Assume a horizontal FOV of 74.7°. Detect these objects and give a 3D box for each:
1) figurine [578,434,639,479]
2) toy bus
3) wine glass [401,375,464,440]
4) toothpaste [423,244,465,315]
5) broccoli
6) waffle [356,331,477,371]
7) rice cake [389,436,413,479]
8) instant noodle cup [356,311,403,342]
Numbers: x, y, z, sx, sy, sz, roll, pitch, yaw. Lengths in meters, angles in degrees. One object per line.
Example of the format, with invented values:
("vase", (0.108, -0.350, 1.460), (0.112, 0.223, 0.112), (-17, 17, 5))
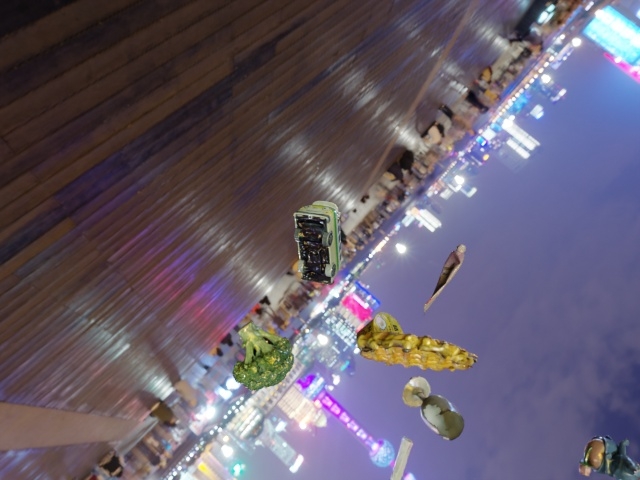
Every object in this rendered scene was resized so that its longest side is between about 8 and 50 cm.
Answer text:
("figurine", (0.798, 0.612, 1.163), (0.178, 0.144, 0.115), (-144, -122, -86))
("toy bus", (0.000, 0.000, 1.460), (0.165, 0.133, 0.276), (-54, 147, -51))
("wine glass", (0.454, 0.676, 1.706), (0.143, 0.143, 0.321), (-47, -169, -7))
("toothpaste", (0.450, 0.138, 1.528), (0.301, 0.048, 0.075), (-54, 179, -19))
("broccoli", (-0.236, 0.453, 1.654), (0.269, 0.270, 0.270), (-29, -179, 1))
("waffle", (0.340, 0.404, 1.507), (0.382, 0.379, 0.095), (-17, -127, 51))
("rice cake", (0.314, 0.872, 1.643), (0.034, 0.043, 0.211), (-14, 120, -75))
("instant noodle cup", (0.249, 0.424, 1.818), (0.144, 0.182, 0.182), (-40, 180, 38))
